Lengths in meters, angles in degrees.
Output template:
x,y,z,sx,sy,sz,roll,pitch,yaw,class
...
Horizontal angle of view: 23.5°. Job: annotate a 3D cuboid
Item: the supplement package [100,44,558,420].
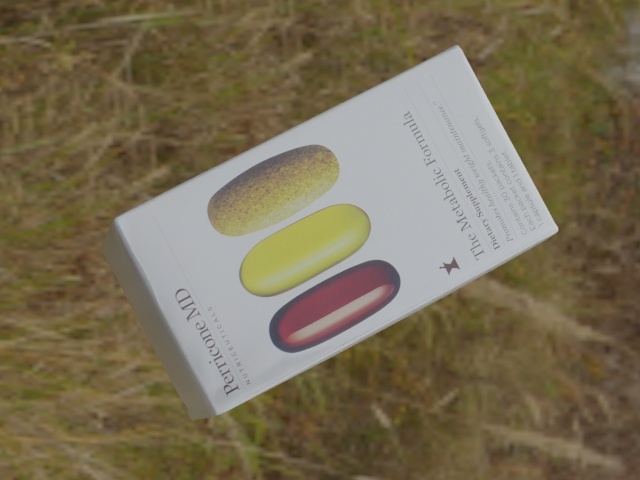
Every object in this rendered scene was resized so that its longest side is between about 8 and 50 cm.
x,y,z,sx,sy,sz,roll,pitch,yaw,class
0.000,0.000,0.984,0.244,0.134,0.139,-28,88,-14,supplement package
